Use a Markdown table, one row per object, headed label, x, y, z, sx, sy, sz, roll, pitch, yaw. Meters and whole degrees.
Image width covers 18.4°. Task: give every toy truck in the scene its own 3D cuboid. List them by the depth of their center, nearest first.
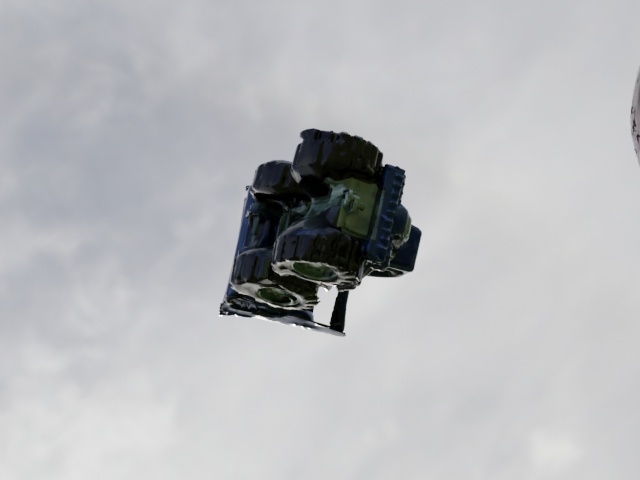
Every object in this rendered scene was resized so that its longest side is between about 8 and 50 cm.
| label | x | y | z | sx | sy | sz | roll | pitch | yaw |
| --- | --- | --- | --- | --- | --- | --- | --- | --- | --- |
| toy truck | 0.000 | 0.000 | 1.577 | 0.126 | 0.208 | 0.113 | 20 | -111 | -21 |

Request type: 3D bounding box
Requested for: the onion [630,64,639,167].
| label | x | y | z | sx | sy | sz | roll | pitch | yaw |
| --- | --- | --- | --- | --- | --- | --- | --- | --- | --- |
| onion | 0.342 | -0.094 | 1.315 | 0.276 | 0.276 | 0.276 | -19 | -48 | -22 |
